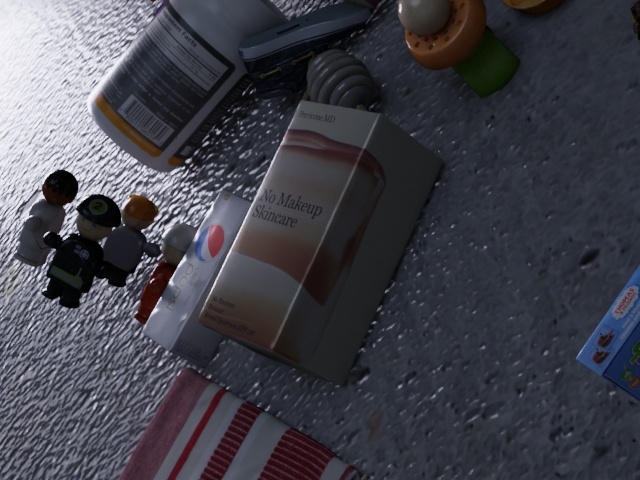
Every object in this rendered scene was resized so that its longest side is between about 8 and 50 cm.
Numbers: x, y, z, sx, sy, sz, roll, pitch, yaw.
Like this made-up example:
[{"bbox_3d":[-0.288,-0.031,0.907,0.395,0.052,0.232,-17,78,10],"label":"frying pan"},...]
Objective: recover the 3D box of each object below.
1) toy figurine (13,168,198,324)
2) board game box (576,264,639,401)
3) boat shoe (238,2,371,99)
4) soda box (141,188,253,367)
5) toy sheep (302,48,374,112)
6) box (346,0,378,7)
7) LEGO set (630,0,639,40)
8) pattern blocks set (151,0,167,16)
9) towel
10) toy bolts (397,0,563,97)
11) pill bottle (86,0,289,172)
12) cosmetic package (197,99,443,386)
[{"bbox_3d":[-0.282,0.001,1.667,0.209,0.213,0.148,38,106,52],"label":"toy figurine"},{"bbox_3d":[0.334,0.051,1.106,0.211,0.160,0.039,-56,42,1],"label":"board game box"},{"bbox_3d":[-0.013,-0.254,1.680,0.183,0.083,0.065,-19,29,1],"label":"boat shoe"},{"bbox_3d":[-0.137,0.047,1.611,0.074,0.069,0.216,25,84,47],"label":"soda box"},{"bbox_3d":[0.025,-0.192,1.592,0.091,0.091,0.132,-48,57,10],"label":"toy sheep"},{"bbox_3d":[0.015,-0.449,1.690,0.243,0.117,0.213,26,85,46],"label":"box"},{"bbox_3d":[0.398,-0.300,1.200,0.331,0.192,0.255,-26,54,38],"label":"LEGO set"},{"bbox_3d":[-0.142,-0.451,1.802,0.325,0.026,0.285,-56,-2,-2],"label":"pattern blocks set"},{"bbox_3d":[-0.116,0.307,1.468,0.329,0.037,0.237,22,81,45],"label":"towel"},{"bbox_3d":[0.160,-0.321,1.483,0.218,0.158,0.228,-48,44,11],"label":"toy bolts"},{"bbox_3d":[-0.182,-0.243,1.754,0.278,0.162,0.162,-47,44,10],"label":"pill bottle"},{"bbox_3d":[0.000,0.000,1.467,0.153,0.129,0.296,14,76,47],"label":"cosmetic package"}]
